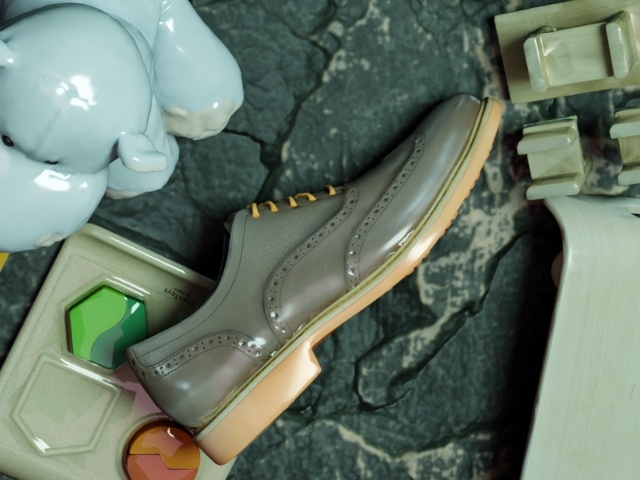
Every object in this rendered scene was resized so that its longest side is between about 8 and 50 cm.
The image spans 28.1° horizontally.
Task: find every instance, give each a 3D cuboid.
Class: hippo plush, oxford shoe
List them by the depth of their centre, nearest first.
[{"bbox_3d":[-0.150,-0.101,0.872,0.234,0.236,0.294,31,115,-27],"label":"hippo plush"},{"bbox_3d":[0.000,0.000,1.002,0.133,0.130,0.364,43,79,-1],"label":"oxford shoe"}]

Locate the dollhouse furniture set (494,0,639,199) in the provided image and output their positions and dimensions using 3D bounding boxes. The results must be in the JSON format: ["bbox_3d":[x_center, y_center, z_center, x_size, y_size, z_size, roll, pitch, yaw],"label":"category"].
[{"bbox_3d":[0.267,-0.170,1.017,0.242,0.161,0.212,-7,106,24],"label":"dollhouse furniture set"}]

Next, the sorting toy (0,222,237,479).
[{"bbox_3d":[-0.196,0.106,1.046,0.307,0.041,0.229,26,98,-14],"label":"sorting toy"}]

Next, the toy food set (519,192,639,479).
[{"bbox_3d":[0.264,0.115,1.109,0.219,0.092,0.306,4,104,-22],"label":"toy food set"}]
